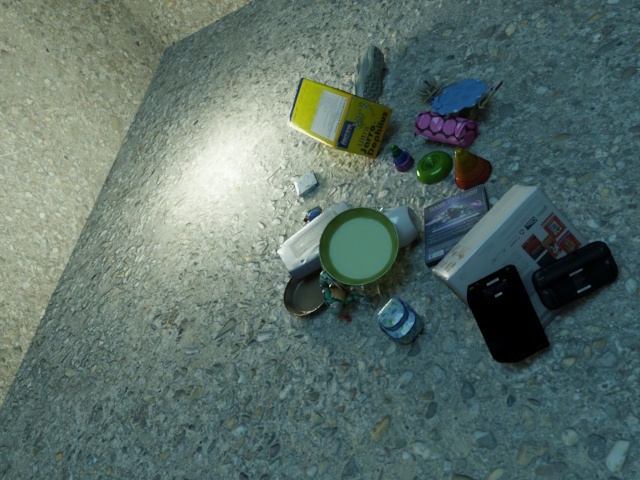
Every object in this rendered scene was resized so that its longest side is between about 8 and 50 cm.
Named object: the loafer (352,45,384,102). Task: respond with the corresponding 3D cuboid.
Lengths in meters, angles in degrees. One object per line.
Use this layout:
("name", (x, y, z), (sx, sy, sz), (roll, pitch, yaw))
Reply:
("loafer", (0.182, -0.643, 2.332), (0.111, 0.112, 0.319), (-22, 43, 43))

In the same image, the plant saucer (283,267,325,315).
("plant saucer", (-0.033, 0.164, 1.909), (0.198, 0.036, 0.198), (-23, 45, 26))

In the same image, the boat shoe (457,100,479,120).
("boat shoe", (0.492, -0.447, 1.947), (0.056, 0.048, 0.153), (10, 65, 44))

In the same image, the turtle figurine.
("turtle figurine", (0.056, 0.147, 1.770), (0.118, 0.175, 0.234), (-45, 29, 29))

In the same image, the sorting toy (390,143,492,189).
("sorting toy", (0.360, -0.262, 1.853), (0.365, 0.126, 0.127), (18, 71, 46))

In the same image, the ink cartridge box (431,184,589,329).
("ink cartridge box", (0.488, 0.066, 1.441), (0.309, 0.272, 0.130), (-46, 10, 0))

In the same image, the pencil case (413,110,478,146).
("pencil case", (0.410, -0.364, 1.919), (0.209, 0.095, 0.098), (22, 65, 46))

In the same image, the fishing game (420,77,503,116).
("fishing game", (0.458, -0.467, 1.916), (0.264, 0.041, 0.189), (15, 57, 49))

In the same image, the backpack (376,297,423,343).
("backpack", (0.218, 0.224, 1.613), (0.105, 0.084, 0.114), (-48, 43, 1))

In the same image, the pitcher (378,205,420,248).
("pitcher", (0.186, -0.044, 1.789), (0.207, 0.178, 0.125), (-25, 17, 25))

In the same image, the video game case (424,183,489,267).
("video game case", (0.392, -0.047, 1.675), (0.196, 0.026, 0.274), (-23, 29, 24))

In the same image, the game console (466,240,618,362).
("game console", (0.535, 0.131, 1.368), (0.361, 0.213, 0.044), (-26, 8, -2))

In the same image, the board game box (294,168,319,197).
("board game box", (-0.054, -0.220, 2.248), (0.090, 0.020, 0.090), (-34, 43, 14))

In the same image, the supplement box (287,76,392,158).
("supplement box", (0.063, -0.458, 2.160), (0.356, 0.195, 0.194), (37, 114, 49))

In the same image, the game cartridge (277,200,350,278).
("game cartridge", (0.000, 0.000, 1.966), (0.297, 0.062, 0.198), (-37, 38, 1))

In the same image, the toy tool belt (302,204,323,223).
("toy tool belt", (-0.027, -0.087, 2.094), (0.083, 0.052, 0.051), (-38, 33, 11))

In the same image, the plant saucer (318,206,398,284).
("plant saucer", (0.114, 0.019, 1.715), (0.241, 0.037, 0.241), (-6, 70, 16))

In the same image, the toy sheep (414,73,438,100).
("toy sheep", (0.378, -0.553, 2.081), (0.091, 0.132, 0.091), (-1, 83, 8))
